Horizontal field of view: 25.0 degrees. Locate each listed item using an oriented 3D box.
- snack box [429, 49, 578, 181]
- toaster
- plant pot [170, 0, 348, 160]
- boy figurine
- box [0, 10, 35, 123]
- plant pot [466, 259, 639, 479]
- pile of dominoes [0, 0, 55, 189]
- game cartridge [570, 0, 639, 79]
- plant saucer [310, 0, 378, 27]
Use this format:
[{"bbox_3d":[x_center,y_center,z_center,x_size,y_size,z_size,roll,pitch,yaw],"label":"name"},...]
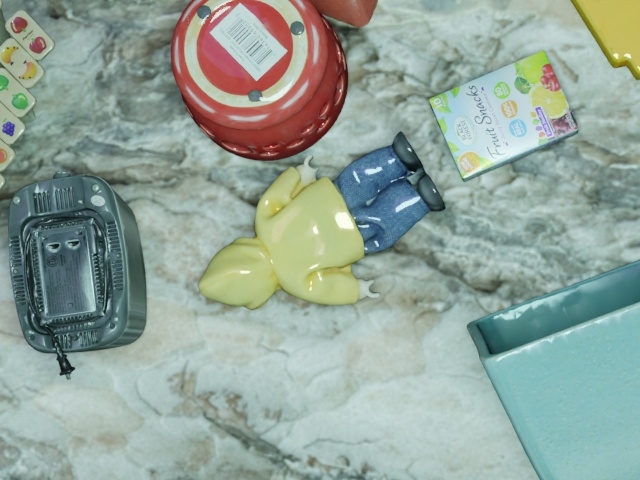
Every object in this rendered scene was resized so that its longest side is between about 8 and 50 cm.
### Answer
[{"bbox_3d":[0.206,-0.139,1.622,0.141,0.037,0.100,-23,81,4],"label":"snack box"},{"bbox_3d":[-0.262,0.041,1.600,0.129,0.146,0.226,-10,83,6],"label":"toaster"},{"bbox_3d":[-0.072,-0.192,1.591,0.191,0.174,0.191,-1,86,8],"label":"plant pot"},{"bbox_3d":[0.000,0.000,1.605,0.285,0.092,0.177,-32,82,3],"label":"boy figurine"},{"bbox_3d":[-0.453,-0.269,1.664,0.148,0.121,0.311,-20,83,4],"label":"box"},{"bbox_3d":[0.316,0.175,1.484,0.248,0.247,0.252,-21,94,4],"label":"plant pot"},{"bbox_3d":[-0.411,-0.159,1.567,0.196,0.040,0.251,20,88,8],"label":"pile of dominoes"},{"bbox_3d":[0.410,-0.373,1.621,0.324,0.053,0.285,-30,82,5],"label":"game cartridge"},{"bbox_3d":[-0.020,-0.410,1.669,0.259,0.048,0.258,22,87,7],"label":"plant saucer"}]
